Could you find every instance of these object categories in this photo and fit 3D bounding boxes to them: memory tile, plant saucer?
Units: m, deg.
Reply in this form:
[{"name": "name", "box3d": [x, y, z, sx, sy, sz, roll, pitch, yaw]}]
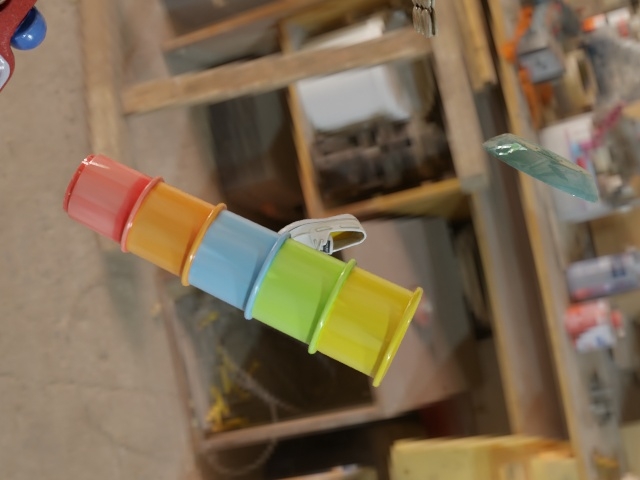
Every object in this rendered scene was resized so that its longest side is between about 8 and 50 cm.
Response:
[{"name": "memory tile", "box3d": [0.132, -0.322, 1.963, 0.148, 0.012, 0.113, -116, -161, -78]}, {"name": "plant saucer", "box3d": [0.204, -0.070, 1.375, 0.119, 0.119, 0.021, 4, 115, -61]}]

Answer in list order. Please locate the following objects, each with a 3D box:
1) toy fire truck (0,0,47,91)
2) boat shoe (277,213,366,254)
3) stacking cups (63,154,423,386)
[{"name": "toy fire truck", "box3d": [-0.391, -0.237, 1.526, 0.302, 0.169, 0.254, -58, 146, -19]}, {"name": "boat shoe", "box3d": [0.000, 0.000, 1.526, 0.100, 0.035, 0.035, -11, 126, -26]}, {"name": "stacking cups", "box3d": [-0.072, 0.016, 1.298, 0.096, 0.316, 0.096, -64, 176, -8]}]
